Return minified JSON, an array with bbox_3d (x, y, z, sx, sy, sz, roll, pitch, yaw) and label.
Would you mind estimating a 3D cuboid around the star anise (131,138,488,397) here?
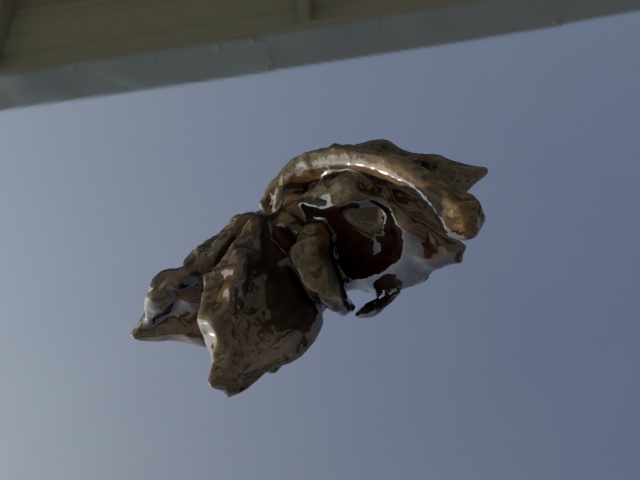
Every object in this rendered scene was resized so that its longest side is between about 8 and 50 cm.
[{"bbox_3d":[0.000,-0.001,0.499,0.089,0.231,0.209,50,-144,-10],"label":"star anise"}]
